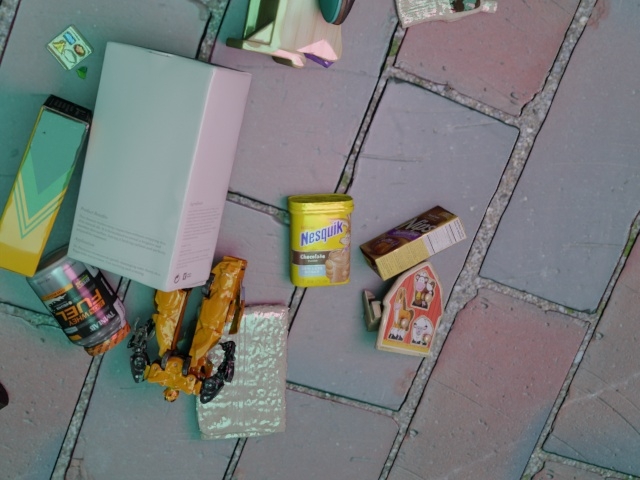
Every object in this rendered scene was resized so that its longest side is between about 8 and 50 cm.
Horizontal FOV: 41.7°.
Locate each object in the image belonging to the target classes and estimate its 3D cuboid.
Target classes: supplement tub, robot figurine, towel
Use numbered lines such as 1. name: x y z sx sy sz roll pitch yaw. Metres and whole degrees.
1. supplement tub: -0.435 0.109 1.529 0.117 0.117 0.190 -32 109 -4
2. robot figurine: -0.239 0.159 1.567 0.211 0.085 0.290 16 93 10
3. towel: -0.156 0.261 1.675 0.187 0.049 0.282 -1 103 -15

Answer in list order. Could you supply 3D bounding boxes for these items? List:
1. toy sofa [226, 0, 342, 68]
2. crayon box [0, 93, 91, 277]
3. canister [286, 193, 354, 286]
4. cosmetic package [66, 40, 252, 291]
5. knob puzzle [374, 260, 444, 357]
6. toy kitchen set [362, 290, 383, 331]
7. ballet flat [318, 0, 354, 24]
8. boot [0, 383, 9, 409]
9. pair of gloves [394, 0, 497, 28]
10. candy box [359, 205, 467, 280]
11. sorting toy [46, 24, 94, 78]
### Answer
1. toy sofa: -0.037 -0.486 1.454 0.177 0.150 0.362 7 102 -21
2. crayon box: -0.481 -0.075 1.424 0.083 0.203 0.322 21 99 -18
3. canister: 0.000 0.000 1.632 0.126 0.073 0.169 -3 107 -13
4. cosmetic package: -0.276 -0.129 1.441 0.217 0.156 0.384 19 100 18
5. knob puzzle: 0.197 0.137 1.696 0.213 0.030 0.213 -11 106 -41
6. toy kitchen set: 0.128 0.136 1.705 0.075 0.083 0.068 -6 64 -13
7. ballet flat: 0.039 -0.493 1.349 0.096 0.095 0.280 -17 110 -26
8. boot: -0.688 0.262 1.533 0.137 0.077 0.197 -30 107 2
9. pair of gloves: 0.229 -0.529 1.566 0.204 0.042 0.240 -10 106 -11
10. candy box: 0.181 0.002 1.658 0.187 0.109 0.053 -26 109 -7
11. sorting toy: -0.429 -0.326 1.471 0.062 0.012 0.083 -39 109 -2
